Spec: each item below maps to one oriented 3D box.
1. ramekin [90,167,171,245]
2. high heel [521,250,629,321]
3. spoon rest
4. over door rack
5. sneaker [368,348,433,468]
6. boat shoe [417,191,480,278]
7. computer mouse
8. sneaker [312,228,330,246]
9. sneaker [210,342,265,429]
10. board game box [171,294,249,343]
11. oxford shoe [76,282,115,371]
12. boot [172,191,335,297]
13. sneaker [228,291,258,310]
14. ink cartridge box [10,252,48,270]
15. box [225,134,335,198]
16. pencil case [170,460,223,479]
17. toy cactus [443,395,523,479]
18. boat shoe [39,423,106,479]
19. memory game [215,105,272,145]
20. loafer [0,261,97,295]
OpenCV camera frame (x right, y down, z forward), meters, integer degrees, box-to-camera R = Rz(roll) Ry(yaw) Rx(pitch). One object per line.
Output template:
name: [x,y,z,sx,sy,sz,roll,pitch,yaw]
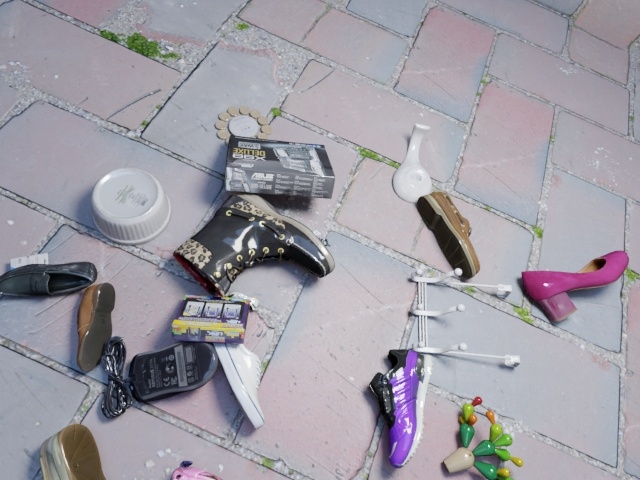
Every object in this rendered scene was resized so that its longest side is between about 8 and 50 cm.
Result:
ramekin: [-0.521,-0.102,1.216,0.207,0.109,0.207,5,62,-10]
high heel: [0.814,0.085,1.406,0.377,0.127,0.181,-31,84,-21]
spoon rest: [0.323,-0.256,1.516,0.137,0.084,0.276,13,75,-5]
over door rack: [0.422,0.213,1.269,0.324,0.108,0.240,10,62,-8]
sneaker: [0.186,0.410,1.126,0.146,0.102,0.293,20,56,2]
boat shoe: [0.426,-0.030,1.392,0.104,0.111,0.307,-17,68,-19]
computer mouse: [-0.376,0.308,1.066,0.272,0.072,0.189,-9,67,-3]
sneaker: [0.000,0.000,1.298,0.069,0.038,0.098,37,17,0]
sneaker: [-0.184,0.323,1.082,0.091,0.094,0.258,-22,71,-21]
board game box: [-0.268,0.195,1.107,0.170,0.048,0.141,5,24,-5]
oxford shoe: [-0.560,0.211,1.081,0.076,0.076,0.212,-8,64,17]
boot: [-0.180,0.043,1.201,0.377,0.138,0.284,37,60,12]
sneaker: [-0.209,0.165,1.192,0.083,0.032,0.037,17,61,-3]
ink cartridge box: [-0.734,0.065,1.126,0.083,0.028,0.048,-11,66,-17]
box: [-0.125,-0.222,1.327,0.307,0.077,0.242,4,33,-11]
pencil case: [-0.316,0.642,0.852,0.167,0.160,0.386,29,62,2]
toy cactus: [0.395,0.528,1.120,0.180,0.112,0.219,-24,72,-3]
boat shoe: [-0.497,0.539,0.906,0.098,0.109,0.302,-31,74,14]
memory game: [-0.255,-0.374,1.471,0.186,0.012,0.186,5,63,-10]
loafer: [-0.671,0.098,1.088,0.223,0.076,0.078,-8,25,-18]
